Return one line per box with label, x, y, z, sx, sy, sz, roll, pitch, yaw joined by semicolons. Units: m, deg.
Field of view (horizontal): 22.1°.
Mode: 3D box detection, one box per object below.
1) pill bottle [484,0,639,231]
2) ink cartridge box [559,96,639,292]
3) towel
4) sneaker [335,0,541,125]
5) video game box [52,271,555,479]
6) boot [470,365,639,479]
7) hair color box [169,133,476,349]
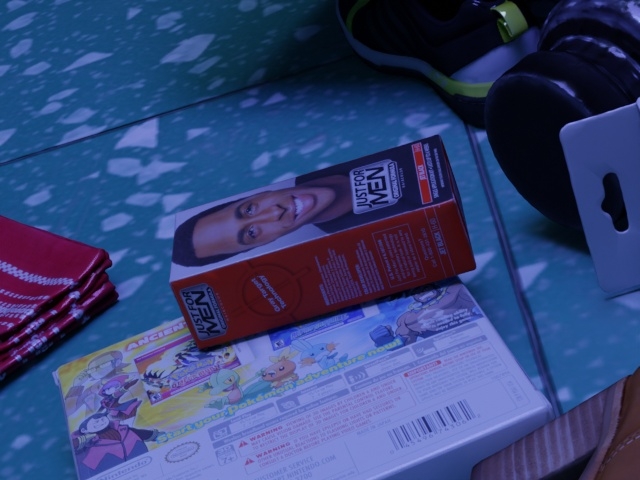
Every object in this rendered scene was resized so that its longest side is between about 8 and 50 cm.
pill bottle;0.193;-0.100;0.861;0.219;0.123;0.122;-37;34;-26
ink cartridge box;0.210;-0.024;0.746;0.180;0.104;0.060;-17;31;6
towel;-0.271;0.065;0.940;0.275;0.031;0.199;-37;36;-30
sneaker;0.077;-0.154;1.041;0.084;0.097;0.234;-29;31;-15
video game box;-0.014;0.082;0.761;0.205;0.048;0.187;-22;32;-4
boot;0.166;0.109;0.535;0.220;0.109;0.283;-27;15;12
hair color box;0.000;0.000;0.801;0.141;0.043;0.072;-17;29;7
